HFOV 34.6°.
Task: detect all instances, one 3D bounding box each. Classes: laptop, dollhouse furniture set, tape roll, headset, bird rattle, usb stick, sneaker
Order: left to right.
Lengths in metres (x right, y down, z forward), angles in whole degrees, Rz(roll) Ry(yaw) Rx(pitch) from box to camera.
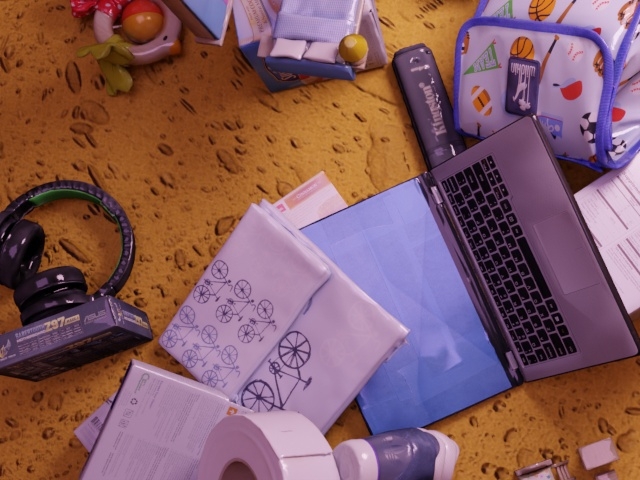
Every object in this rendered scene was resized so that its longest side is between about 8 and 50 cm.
[{"bbox_3d":[-0.504,0.072,1.810,0.394,0.185,0.243,-41,77,-17],"label":"headset"},{"bbox_3d":[-0.358,-0.399,1.898,0.206,0.143,0.254,-10,63,-4],"label":"bird rattle"},{"bbox_3d":[-0.083,0.403,1.571,0.100,0.286,0.286,3,74,-33],"label":"tape roll"},{"bbox_3d":[-0.056,-0.419,1.544,0.303,0.198,0.287,11,83,15],"label":"dollhouse furniture set"},{"bbox_3d":[0.092,0.414,1.616,0.323,0.236,0.130,-62,41,36],"label":"sneaker"},{"bbox_3d":[0.195,-0.209,1.775,0.077,0.045,0.278,-19,75,6],"label":"usb stick"},{"bbox_3d":[0.203,0.075,1.579,0.236,0.408,0.382,-22,86,-34],"label":"laptop"},{"bbox_3d":[0.404,0.414,1.573,0.160,0.101,0.182,-21,75,5],"label":"dollhouse furniture set"}]

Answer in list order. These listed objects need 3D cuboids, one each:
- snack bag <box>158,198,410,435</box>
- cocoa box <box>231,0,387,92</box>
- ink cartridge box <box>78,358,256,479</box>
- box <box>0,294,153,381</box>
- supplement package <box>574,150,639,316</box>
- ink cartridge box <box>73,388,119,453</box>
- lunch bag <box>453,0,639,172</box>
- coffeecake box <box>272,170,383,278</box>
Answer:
[{"bbox_3d":[-0.069,0.160,1.686,0.342,0.037,0.323,42,108,15],"label":"snack bag"},{"bbox_3d":[-0.039,-0.471,1.776,0.227,0.231,0.347,-13,76,8],"label":"cocoa box"},{"bbox_3d":[-0.250,0.333,1.690,0.224,0.045,0.223,24,95,-15],"label":"ink cartridge box"},{"bbox_3d":[-0.420,0.168,1.727,0.232,0.183,0.059,-21,75,5],"label":"box"},{"bbox_3d":[0.516,-0.019,1.598,0.262,0.199,0.198,-34,74,1],"label":"supplement package"},{"bbox_3d":[-0.332,0.315,1.744,0.135,0.056,0.099,-42,76,-1],"label":"ink cartridge box"},{"bbox_3d":[0.403,-0.311,1.613,0.327,0.239,0.386,22,86,50],"label":"lunch bag"},{"bbox_3d":[0.000,0.000,1.750,0.142,0.068,0.185,-34,75,0],"label":"coffeecake box"}]
